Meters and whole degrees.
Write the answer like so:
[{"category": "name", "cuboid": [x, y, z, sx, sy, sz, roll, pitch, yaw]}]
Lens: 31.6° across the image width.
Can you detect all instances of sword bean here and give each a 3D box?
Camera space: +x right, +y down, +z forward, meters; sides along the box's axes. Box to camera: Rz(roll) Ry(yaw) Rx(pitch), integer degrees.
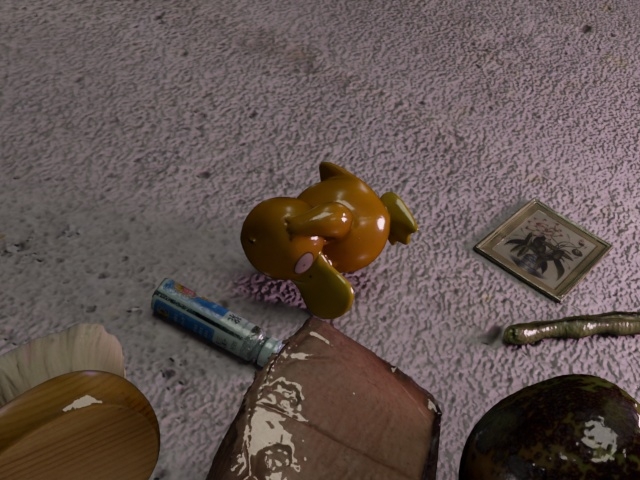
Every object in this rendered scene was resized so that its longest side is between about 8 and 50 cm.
[{"category": "sword bean", "cuboid": [0.398, 0.136, 1.761, 0.269, 0.038, 0.043, -3, 17, -26]}]

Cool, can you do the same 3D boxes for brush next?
[{"category": "brush", "cuboid": [-0.321, 0.218, 1.264, 0.267, 0.174, 0.166, -21, 37, -20]}]

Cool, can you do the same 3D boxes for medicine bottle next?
[{"category": "medicine bottle", "cuboid": [-0.141, 0.115, 1.547, 0.191, 0.051, 0.051, 28, 38, 11]}]

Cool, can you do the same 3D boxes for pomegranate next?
[{"category": "pomegranate", "cuboid": [0.309, 0.324, 1.285, 0.285, 0.285, 0.340, 3, 32, -20]}]

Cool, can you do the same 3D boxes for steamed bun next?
[{"category": "steamed bun", "cuboid": [-0.011, 0.266, 1.306, 0.251, 0.199, 0.301, 36, 47, -5]}]

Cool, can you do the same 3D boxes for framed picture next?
[{"category": "framed picture", "cuboid": [0.384, 0.012, 1.931, 0.173, 0.010, 0.231, 33, 40, 18]}]

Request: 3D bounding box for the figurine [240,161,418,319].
[{"category": "figurine", "cuboid": [0.002, -0.008, 1.650, 0.215, 0.215, 0.228, 29, 50, 14]}]
